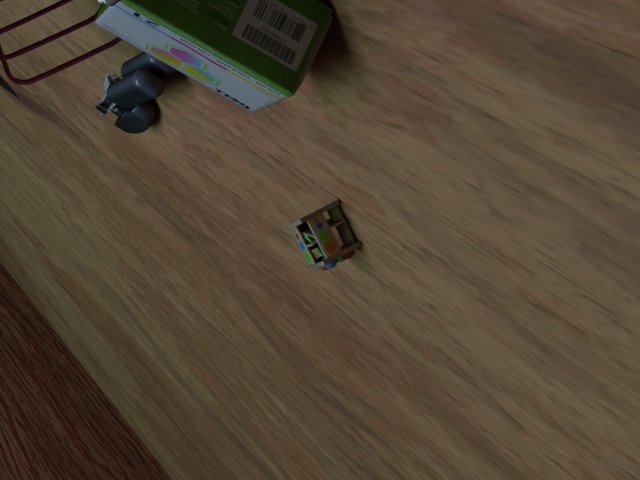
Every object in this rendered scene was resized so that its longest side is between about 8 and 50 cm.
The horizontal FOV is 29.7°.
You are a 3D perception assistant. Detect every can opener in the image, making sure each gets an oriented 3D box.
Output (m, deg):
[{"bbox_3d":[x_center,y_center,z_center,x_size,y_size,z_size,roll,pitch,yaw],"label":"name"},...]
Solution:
[{"bbox_3d":[-0.251,-0.212,1.692,0.093,0.074,0.280,31,167,-16],"label":"can opener"}]

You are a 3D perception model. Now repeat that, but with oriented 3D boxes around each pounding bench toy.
[{"bbox_3d":[0.000,0.000,1.358,0.065,0.052,0.083,63,159,-2],"label":"pounding bench toy"}]

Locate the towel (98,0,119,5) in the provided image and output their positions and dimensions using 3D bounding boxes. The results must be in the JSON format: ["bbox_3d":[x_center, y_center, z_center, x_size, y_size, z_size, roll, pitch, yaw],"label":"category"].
[{"bbox_3d":[-0.187,-0.390,1.106,0.329,0.237,0.037,53,-175,24],"label":"towel"}]

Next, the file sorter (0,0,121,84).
[{"bbox_3d":[-0.425,-0.381,1.684,0.290,0.202,0.182,47,155,36],"label":"file sorter"}]

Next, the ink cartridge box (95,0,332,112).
[{"bbox_3d":[-0.126,-0.211,1.218,0.189,0.097,0.255,28,168,-18],"label":"ink cartridge box"}]

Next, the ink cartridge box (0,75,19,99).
[{"bbox_3d":[-0.538,-0.313,1.600,0.332,0.065,0.165,51,-179,19],"label":"ink cartridge box"}]
